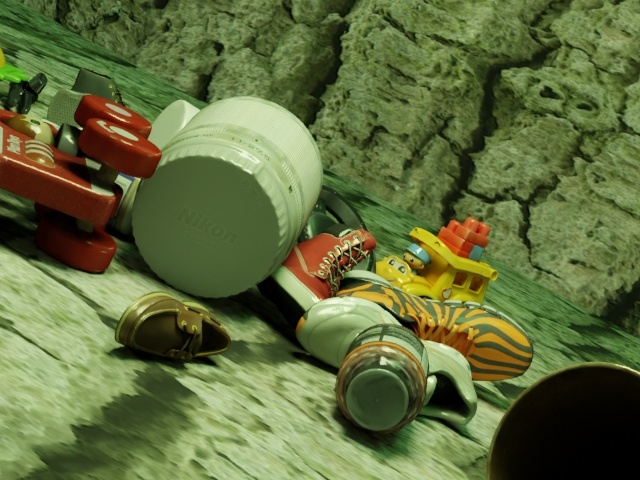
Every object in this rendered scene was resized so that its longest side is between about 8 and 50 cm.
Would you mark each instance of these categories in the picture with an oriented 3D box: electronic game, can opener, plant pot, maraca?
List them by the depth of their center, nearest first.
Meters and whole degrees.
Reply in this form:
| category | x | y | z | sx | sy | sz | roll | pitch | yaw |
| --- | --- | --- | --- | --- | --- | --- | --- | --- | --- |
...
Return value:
| category | x | y | z | sx | sy | sz | roll | pitch | yaw |
| --- | --- | --- | --- | --- | --- | --- | --- | --- | --- |
| plant pot | 0.324 | 0.269 | 1.359 | 0.215 | 0.215 | 0.230 | 35 | -2 | 44 |
| electronic game | 0.000 | 0.000 | 2.049 | 0.229 | 0.048 | 0.229 | 25 | 48 | -32 |
| maraca | -0.629 | -0.332 | 2.362 | 0.186 | 0.099 | 0.127 | 24 | 18 | 3 |
| can opener | -0.555 | -0.272 | 2.379 | 0.059 | 0.073 | 0.186 | 32 | 16 | -13 |

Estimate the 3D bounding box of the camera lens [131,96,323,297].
| category | x | y | z | sx | sy | sz | roll | pitch | yaw |
| --- | --- | --- | --- | --- | --- | --- | --- | --- | --- |
| camera lens | -0.122 | -0.064 | 1.747 | 0.219 | 0.219 | 0.274 | 26 | 24 | 0 |

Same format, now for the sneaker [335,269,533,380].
| category | x | y | z | sx | sy | sz | roll | pitch | yaw |
| --- | --- | --- | --- | --- | --- | --- | --- | --- | --- |
| sneaker | 0.152 | 0.147 | 1.831 | 0.321 | 0.124 | 0.180 | 15 | 13 | 1 |

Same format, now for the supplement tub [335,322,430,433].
| category | x | y | z | sx | sy | sz | roll | pitch | yaw |
| --- | --- | --- | --- | --- | --- | --- | --- | --- | --- |
| supplement tub | 0.072 | 0.163 | 1.490 | 0.106 | 0.106 | 0.198 | 27 | 9 | 3 |

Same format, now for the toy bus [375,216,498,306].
| category | x | y | z | sx | sy | sz | roll | pitch | yaw |
| --- | --- | --- | --- | --- | --- | --- | --- | --- | --- |
| toy bus | 0.191 | 0.049 | 2.150 | 0.220 | 0.211 | 0.149 | 16 | 15 | -42 |

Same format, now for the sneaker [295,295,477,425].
| category | x | y | z | sx | sy | sz | roll | pitch | yaw |
| --- | --- | --- | --- | --- | --- | --- | --- | --- | --- |
| sneaker | 0.094 | 0.156 | 1.635 | 0.262 | 0.099 | 0.121 | 22 | 14 | -18 |

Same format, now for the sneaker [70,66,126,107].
| category | x | y | z | sx | sy | sz | roll | pitch | yaw |
| --- | --- | --- | --- | --- | --- | --- | --- | --- | --- |
| sneaker | -0.388 | -0.244 | 2.483 | 0.222 | 0.118 | 0.083 | 24 | 9 | -14 |

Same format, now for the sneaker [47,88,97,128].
| category | x | y | z | sx | sy | sz | roll | pitch | yaw |
| --- | --- | --- | --- | --- | --- | --- | --- | --- | --- |
| sneaker | -0.378 | -0.197 | 2.317 | 0.161 | 0.102 | 0.282 | 24 | 8 | -31 |

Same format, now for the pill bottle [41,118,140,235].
| category | x | y | z | sx | sy | sz | roll | pitch | yaw |
| --- | --- | --- | --- | --- | --- | --- | --- | --- | --- |
| pill bottle | -0.328 | -0.094 | 1.813 | 0.187 | 0.112 | 0.112 | 27 | 9 | 2 |

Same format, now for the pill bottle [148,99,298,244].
| category | x | y | z | sx | sy | sz | roll | pitch | yaw |
| --- | --- | --- | --- | --- | --- | --- | --- | --- | --- |
| pill bottle | -0.148 | -0.105 | 2.112 | 0.283 | 0.161 | 0.161 | 31 | 5 | -28 |

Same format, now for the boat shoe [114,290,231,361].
| category | x | y | z | sx | sy | sz | roll | pitch | yaw |
| --- | --- | --- | --- | --- | --- | --- | --- | --- | --- |
| boat shoe | -0.152 | 0.095 | 1.367 | 0.060 | 0.064 | 0.178 | 28 | 6 | 24 |

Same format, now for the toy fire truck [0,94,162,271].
| category | x | y | z | sx | sy | sz | roll | pitch | yaw |
| --- | --- | --- | --- | --- | --- | --- | --- | --- | --- |
| toy fire truck | -0.351 | -0.105 | 1.590 | 0.254 | 0.169 | 0.302 | 23 | 12 | -20 |

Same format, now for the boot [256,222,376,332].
| category | x | y | z | sx | sy | sz | roll | pitch | yaw |
| --- | --- | --- | --- | --- | --- | --- | --- | --- | --- |
| boot | 0.015 | 0.045 | 1.779 | 0.176 | 0.088 | 0.244 | -22 | 24 | -12 |
